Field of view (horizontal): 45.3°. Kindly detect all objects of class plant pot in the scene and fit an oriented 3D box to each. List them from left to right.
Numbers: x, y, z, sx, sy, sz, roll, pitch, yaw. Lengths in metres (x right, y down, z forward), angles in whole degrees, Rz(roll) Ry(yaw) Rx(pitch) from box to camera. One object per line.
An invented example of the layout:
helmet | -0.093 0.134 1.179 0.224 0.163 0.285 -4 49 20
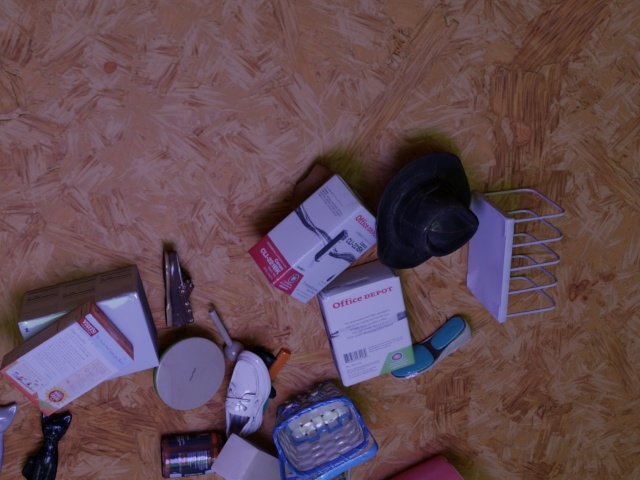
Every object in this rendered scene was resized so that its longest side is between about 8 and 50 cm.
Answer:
plant pot | 0.306 0.759 2.180 0.243 0.275 0.275 -35 118 -8

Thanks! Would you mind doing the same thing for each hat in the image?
hat | 0.281 -0.050 1.793 0.331 0.134 0.331 -22 126 -35

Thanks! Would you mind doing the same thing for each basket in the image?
basket | -0.001 0.508 1.953 0.255 0.289 0.201 -28 118 -2

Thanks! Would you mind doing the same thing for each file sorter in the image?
file sorter | 0.487 0.026 1.913 0.173 0.193 0.277 -9 116 -13

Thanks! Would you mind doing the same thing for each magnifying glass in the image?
magnifying glass | -0.150 0.379 2.008 0.092 0.026 0.231 28 107 -23

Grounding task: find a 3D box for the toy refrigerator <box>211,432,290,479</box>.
toy refrigerator | -0.174 0.580 1.971 0.102 0.094 0.269 -58 154 -12

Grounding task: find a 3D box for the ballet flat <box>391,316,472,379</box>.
ballet flat | 0.303 0.303 2.061 0.248 0.086 0.086 -35 118 2

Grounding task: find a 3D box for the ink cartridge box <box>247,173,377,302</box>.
ink cartridge box | 0.000 0.000 1.771 0.273 0.114 0.197 -42 152 6

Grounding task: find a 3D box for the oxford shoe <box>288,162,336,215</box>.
oxford shoe | -0.040 -0.090 1.802 0.076 0.076 0.212 42 111 12

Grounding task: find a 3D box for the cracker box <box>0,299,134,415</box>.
cracker box | -0.544 0.255 1.659 0.232 0.067 0.155 -32 118 3

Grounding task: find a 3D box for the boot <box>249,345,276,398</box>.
boot | -0.144 0.334 1.954 0.121 0.045 0.099 33 103 3

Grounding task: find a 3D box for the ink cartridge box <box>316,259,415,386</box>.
ink cartridge box | 0.112 0.206 1.941 0.198 0.115 0.272 -17 117 -7

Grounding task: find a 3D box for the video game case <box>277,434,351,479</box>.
video game case | -0.017 0.635 2.159 0.212 0.023 0.193 -3 115 -14

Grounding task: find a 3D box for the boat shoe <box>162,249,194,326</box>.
boat shoe | -0.334 0.111 1.811 0.073 0.073 0.207 -6 123 -14

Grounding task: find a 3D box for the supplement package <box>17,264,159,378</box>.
supplement package | -0.523 0.204 1.762 0.262 0.145 0.204 -14 117 -7

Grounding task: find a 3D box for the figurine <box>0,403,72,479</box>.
figurine | -0.738 0.500 1.885 0.215 0.092 0.209 16 102 -20

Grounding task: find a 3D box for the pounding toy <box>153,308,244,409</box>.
pounding toy | -0.322 0.293 1.888 0.237 0.110 0.183 -45 122 -20

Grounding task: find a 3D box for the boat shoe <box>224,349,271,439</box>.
boat shoe | -0.190 0.397 1.903 0.098 0.096 0.277 23 127 23

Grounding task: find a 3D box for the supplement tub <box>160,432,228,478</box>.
supplement tub | -0.315 0.558 2.000 0.198 0.106 0.106 -2 115 -13
